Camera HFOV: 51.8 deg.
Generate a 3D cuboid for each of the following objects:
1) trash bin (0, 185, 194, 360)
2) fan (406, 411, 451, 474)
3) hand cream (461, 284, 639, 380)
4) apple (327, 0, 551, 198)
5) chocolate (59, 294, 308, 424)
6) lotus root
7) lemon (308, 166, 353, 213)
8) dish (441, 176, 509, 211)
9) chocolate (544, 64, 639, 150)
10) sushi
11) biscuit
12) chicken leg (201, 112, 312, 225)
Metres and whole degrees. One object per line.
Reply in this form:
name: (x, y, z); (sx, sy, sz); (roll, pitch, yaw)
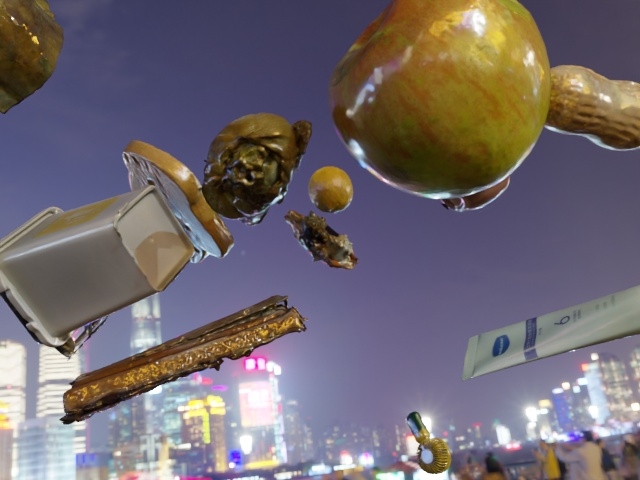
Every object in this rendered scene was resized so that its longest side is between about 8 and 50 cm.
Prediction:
trash bin: (-0.463, 0.059, 1.384); (0.368, 0.295, 0.255); (-18, 21, 26)
fan: (0.244, 0.473, 1.544); (0.039, 0.155, 0.082); (13, -53, -41)
hand cream: (0.375, 0.150, 1.047); (0.321, 0.109, 0.067); (-25, -69, 32)
apple: (0.186, -0.232, 1.017); (0.340, 0.339, 0.339); (-7, -19, -2)
chocolate: (-0.176, 0.152, 0.863); (0.330, 0.065, 0.102); (-21, -9, -12)
lotus root: (-0.510, -0.368, 0.933); (0.149, 0.267, 0.260); (-33, -37, 5)
lemon: (0.024, -0.125, 1.604); (0.109, 0.133, 0.109); (-6, -36, -4)
dish: (0.249, -0.128, 1.255); (0.213, 0.090, 0.213); (37, -9, 7)
chocolate: (0.524, -0.249, 1.238); (0.309, 0.134, 0.134); (13, -26, -24)
sushi: (0.001, -0.001, 1.682); (0.226, 0.097, 0.103); (35, -36, 4)
biscuit: (-0.306, -0.067, 1.460); (0.287, 0.057, 0.343); (31, -30, 21)
chicken leg: (-0.123, -0.110, 1.213); (0.153, 0.201, 0.429); (37, -13, 1)
